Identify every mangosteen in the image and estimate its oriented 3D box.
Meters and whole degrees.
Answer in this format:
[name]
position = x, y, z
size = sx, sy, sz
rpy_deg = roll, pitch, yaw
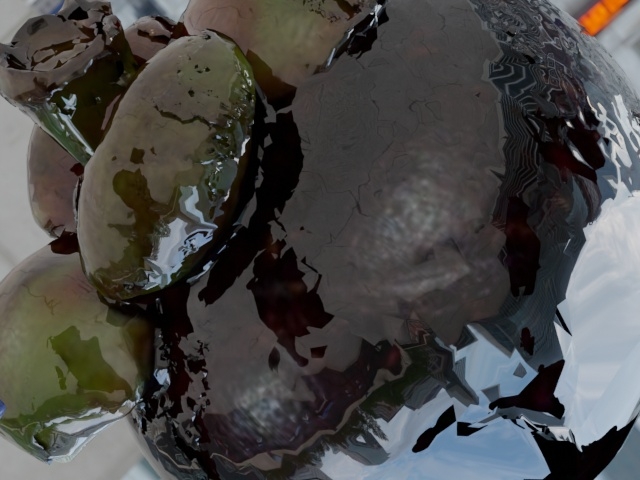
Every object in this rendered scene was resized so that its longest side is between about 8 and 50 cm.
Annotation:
[mangosteen]
position = 0.013, 0.019, 0.892
size = 0.381, 0.421, 0.381
rpy_deg = -7, -99, 49

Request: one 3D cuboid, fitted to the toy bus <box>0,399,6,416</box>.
[toy bus]
position = -0.220, 0.041, 0.565
size = 0.133, 0.292, 0.125
rpy_deg = -33, 179, 7
